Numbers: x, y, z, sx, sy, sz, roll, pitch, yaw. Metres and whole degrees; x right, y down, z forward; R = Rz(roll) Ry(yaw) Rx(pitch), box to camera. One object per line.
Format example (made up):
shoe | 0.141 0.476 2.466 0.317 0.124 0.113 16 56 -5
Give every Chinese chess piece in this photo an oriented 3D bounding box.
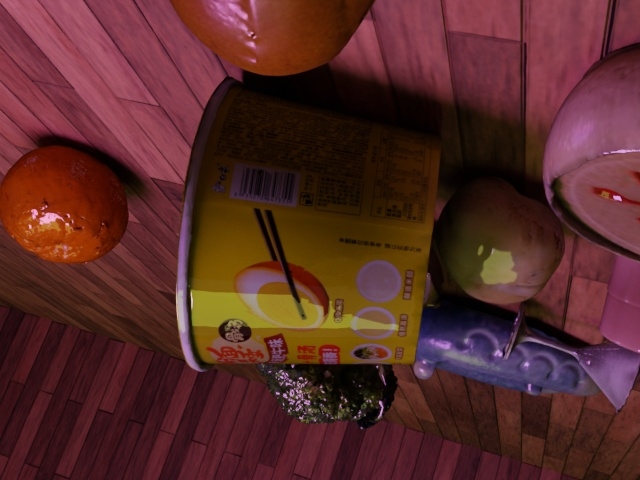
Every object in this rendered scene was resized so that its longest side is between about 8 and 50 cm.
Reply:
Chinese chess piece | 0.304 -0.054 0.693 0.249 0.103 0.250 19 164 6

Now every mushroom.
mushroom | 0.191 0.001 0.948 0.148 0.112 0.148 20 139 19

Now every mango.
mango | -0.028 -0.200 0.550 0.166 0.136 0.236 26 156 -10

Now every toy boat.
toy boat | 0.279 0.201 1.421 0.330 0.123 0.215 22 168 -13

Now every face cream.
face cream | 0.361 0.058 0.867 0.149 0.104 0.149 10 -171 -2

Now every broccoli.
broccoli | 0.023 0.081 1.165 0.283 0.321 0.304 -32 118 23

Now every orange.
orange | -0.380 -0.056 1.309 0.193 0.161 0.193 9 151 5

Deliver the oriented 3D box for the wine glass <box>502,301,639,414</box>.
wine glass | 0.358 0.160 1.256 0.182 0.122 0.122 17 162 12

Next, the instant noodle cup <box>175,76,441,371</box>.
instant noodle cup | 0.000 0.000 0.894 0.221 0.311 0.311 8 161 7
